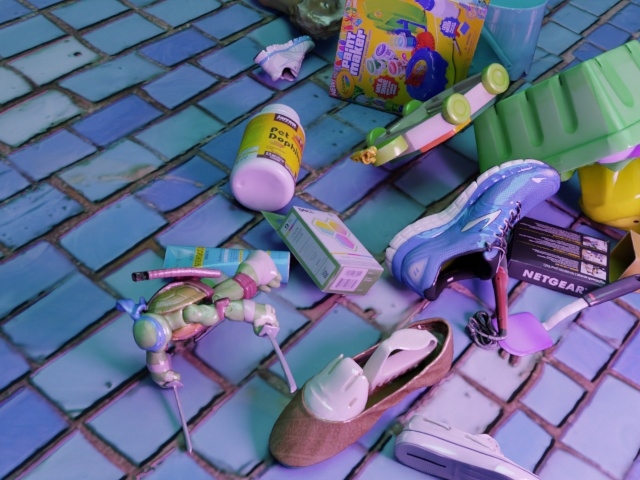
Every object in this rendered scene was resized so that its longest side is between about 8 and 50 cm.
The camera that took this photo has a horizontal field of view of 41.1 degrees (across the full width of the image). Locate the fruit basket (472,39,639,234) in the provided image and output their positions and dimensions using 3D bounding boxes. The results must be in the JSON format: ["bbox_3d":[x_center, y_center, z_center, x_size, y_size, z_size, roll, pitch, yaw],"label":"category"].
[{"bbox_3d":[0.509,-0.142,1.588,0.283,0.392,0.392,-26,54,-34],"label":"fruit basket"}]

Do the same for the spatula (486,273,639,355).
[{"bbox_3d":[0.425,0.117,1.437,0.296,0.030,0.084,-22,51,-9],"label":"spatula"}]

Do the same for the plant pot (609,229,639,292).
[{"bbox_3d":[0.576,0.046,1.540,0.083,0.081,0.081,20,42,-9],"label":"plant pot"}]

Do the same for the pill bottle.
[{"bbox_3d":[-0.092,-0.160,1.578,0.117,0.117,0.215,11,43,-1],"label":"pill bottle"}]

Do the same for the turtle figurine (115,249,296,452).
[{"bbox_3d":[-0.145,0.140,1.222,0.274,0.198,0.266,32,30,6],"label":"turtle figurine"}]

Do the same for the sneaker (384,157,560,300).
[{"bbox_3d":[0.277,-0.007,1.438,0.330,0.130,0.147,-36,54,-4],"label":"sneaker"}]

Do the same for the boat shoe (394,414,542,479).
[{"bbox_3d":[0.218,0.300,1.182,0.226,0.083,0.076,22,45,12],"label":"boat shoe"}]

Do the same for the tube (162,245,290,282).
[{"bbox_3d":[-0.154,0.039,1.410,0.207,0.052,0.080,3,30,-3],"label":"tube"}]

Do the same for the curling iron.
[{"bbox_3d":[0.292,0.062,1.454,0.068,0.035,0.274,12,54,3],"label":"curling iron"}]

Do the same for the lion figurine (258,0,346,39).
[{"bbox_3d":[-0.058,-0.590,2.054,0.392,0.142,0.240,26,50,37],"label":"lion figurine"}]

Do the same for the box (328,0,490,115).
[{"bbox_3d":[0.189,-0.432,1.804,0.279,0.290,0.177,16,43,6],"label":"box"}]

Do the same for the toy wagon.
[{"bbox_3d":[0.195,-0.221,1.626,0.344,0.267,0.068,-39,102,-29],"label":"toy wagon"}]

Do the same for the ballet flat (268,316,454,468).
[{"bbox_3d":[0.071,0.199,1.227,0.342,0.124,0.116,-23,52,-31],"label":"ballet flat"}]

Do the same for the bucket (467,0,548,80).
[{"bbox_3d":[0.397,-0.526,2.030,0.281,0.183,0.281,6,41,-5],"label":"bucket"}]

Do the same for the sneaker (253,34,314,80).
[{"bbox_3d":[-0.068,-0.394,1.885,0.190,0.071,0.083,-35,92,-46],"label":"sneaker"}]

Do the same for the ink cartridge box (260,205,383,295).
[{"bbox_3d":[0.000,0.000,1.439,0.109,0.062,0.209,9,33,-47],"label":"ink cartridge box"}]

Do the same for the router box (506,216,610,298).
[{"bbox_3d":[0.429,0.031,1.543,0.179,0.046,0.133,17,43,6],"label":"router box"}]
